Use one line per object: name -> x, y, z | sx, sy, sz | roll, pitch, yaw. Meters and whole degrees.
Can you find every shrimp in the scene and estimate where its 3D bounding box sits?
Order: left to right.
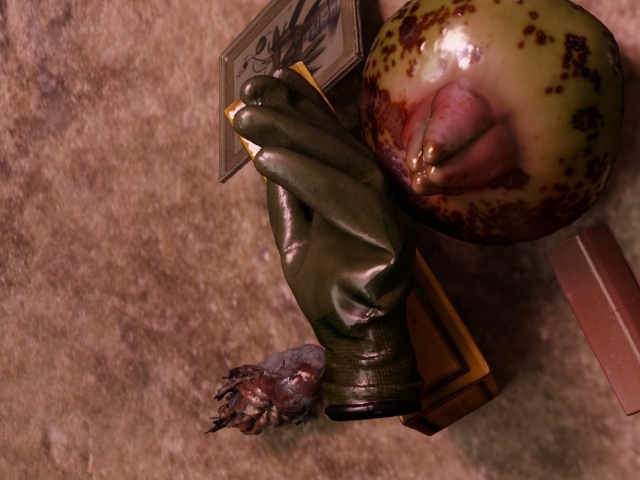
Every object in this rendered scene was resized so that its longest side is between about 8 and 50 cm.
shrimp -> -0.062, 0.173, 1.138 | 0.090, 0.079, 0.233 | 38, 136, -14

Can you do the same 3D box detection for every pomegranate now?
pomegranate -> 0.119, -0.087, 0.787 | 0.214, 0.248, 0.214 | 9, 116, 19

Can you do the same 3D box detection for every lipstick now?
lipstick -> 0.234, 0.062, 0.842 | 0.045, 0.045, 0.145 | -36, 74, 45

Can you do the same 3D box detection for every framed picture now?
framed picture -> -0.036, -0.178, 1.032 | 0.231, 0.010, 0.173 | -38, 44, 41

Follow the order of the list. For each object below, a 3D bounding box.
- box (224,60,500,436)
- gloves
box -> 0.042, 0.015, 0.916 | 0.084, 0.193, 0.301 | -31, 73, 3
gloves -> 0.013, 0.001, 0.766 | 0.135, 0.107, 0.268 | -19, 90, 60
